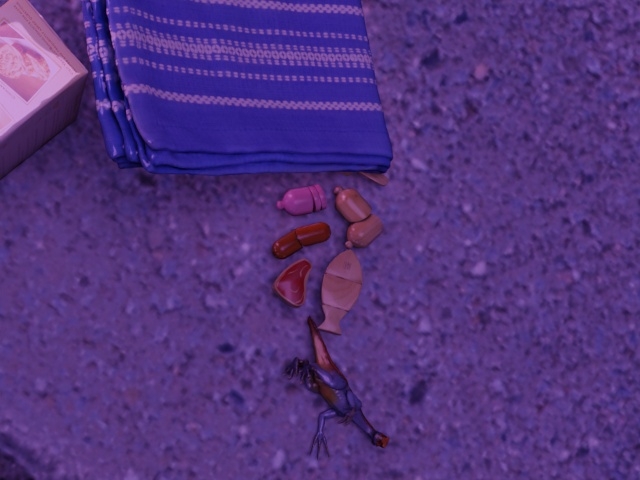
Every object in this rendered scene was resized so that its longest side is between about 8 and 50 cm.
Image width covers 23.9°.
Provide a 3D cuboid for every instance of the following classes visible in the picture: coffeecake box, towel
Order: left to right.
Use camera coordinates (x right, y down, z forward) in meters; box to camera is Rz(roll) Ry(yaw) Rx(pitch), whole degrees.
[{"bbox_3d":[-0.243,-0.059,0.960,0.185,0.142,0.068,-41,92,-14],"label":"coffeecake box"},{"bbox_3d":[-0.061,-0.205,1.011,0.243,0.040,0.336,-2,79,-43],"label":"towel"}]

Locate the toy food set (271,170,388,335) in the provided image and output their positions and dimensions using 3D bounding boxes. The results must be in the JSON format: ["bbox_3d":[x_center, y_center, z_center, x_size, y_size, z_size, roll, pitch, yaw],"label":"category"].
[{"bbox_3d":[0.000,0.000,1.066,0.078,0.019,0.122,24,73,-7],"label":"toy food set"}]

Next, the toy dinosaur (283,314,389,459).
[{"bbox_3d":[0.018,0.108,1.051,0.082,0.047,0.090,31,66,-26],"label":"toy dinosaur"}]
